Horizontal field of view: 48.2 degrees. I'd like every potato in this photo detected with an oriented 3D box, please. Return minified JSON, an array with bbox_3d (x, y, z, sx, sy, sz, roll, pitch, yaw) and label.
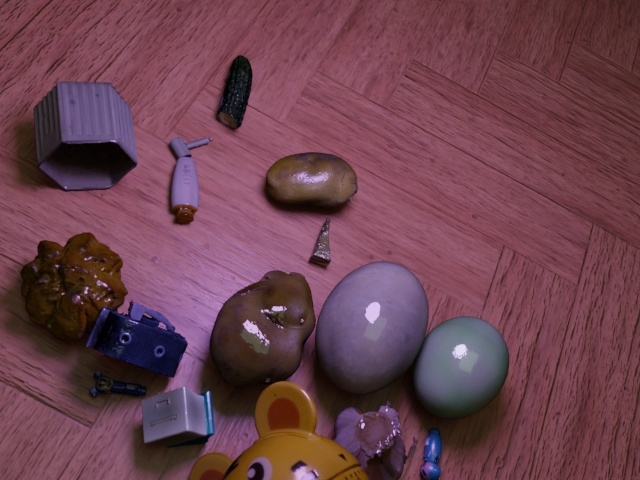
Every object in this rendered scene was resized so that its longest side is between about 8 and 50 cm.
[{"bbox_3d":[-0.124,0.199,1.688,0.218,0.202,0.351,21,45,7],"label":"potato"},{"bbox_3d":[-0.025,-0.162,1.941,0.248,0.143,0.169,-3,26,-14],"label":"potato"}]

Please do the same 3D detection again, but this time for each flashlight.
[{"bbox_3d":[0.272,0.518,1.730,0.051,0.051,0.129,21,52,-6],"label":"flashlight"},{"bbox_3d":[-0.450,0.327,1.598,0.121,0.035,0.057,12,59,-12],"label":"flashlight"}]

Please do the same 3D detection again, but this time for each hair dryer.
[{"bbox_3d":[-0.343,-0.257,1.951,0.124,0.038,0.063,-22,73,-34],"label":"hair dryer"}]

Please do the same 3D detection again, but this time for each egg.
[{"bbox_3d":[0.125,0.205,1.724,0.258,0.258,0.352,37,53,3],"label":"egg"},{"bbox_3d":[0.341,0.311,1.759,0.220,0.220,0.270,44,67,7],"label":"egg"}]

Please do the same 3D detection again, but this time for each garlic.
[{"bbox_3d":[0.149,0.458,1.636,0.257,0.207,0.207,-9,66,-30],"label":"garlic"}]

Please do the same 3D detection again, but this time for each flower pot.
[{"bbox_3d":[-0.578,-0.257,1.767,0.209,0.239,0.189,13,53,-46],"label":"flower pot"}]

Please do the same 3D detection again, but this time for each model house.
[{"bbox_3d":[-0.298,0.390,1.566,0.127,0.149,0.100,-20,61,20],"label":"model house"}]

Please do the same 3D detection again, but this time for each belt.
[{"bbox_3d":[-0.385,0.217,1.579,0.218,0.122,0.128,36,70,-47],"label":"belt"}]

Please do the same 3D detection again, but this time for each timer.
[{"bbox_3d":[-0.080,0.527,1.441,0.376,0.376,0.387,-29,67,-29],"label":"timer"}]

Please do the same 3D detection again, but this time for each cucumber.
[{"bbox_3d":[-0.237,-0.429,2.051,0.077,0.077,0.265,17,58,-9],"label":"cucumber"}]

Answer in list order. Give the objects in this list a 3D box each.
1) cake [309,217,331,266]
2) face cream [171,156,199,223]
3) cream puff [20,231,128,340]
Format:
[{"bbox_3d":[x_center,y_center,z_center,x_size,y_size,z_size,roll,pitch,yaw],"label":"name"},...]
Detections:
[{"bbox_3d":[0.000,0.000,1.912,0.055,0.051,0.140,8,59,-12],"label":"cake"},{"bbox_3d":[-0.353,-0.132,1.866,0.072,0.051,0.182,4,61,-17],"label":"face cream"},{"bbox_3d":[-0.558,0.100,1.614,0.244,0.196,0.244,4,35,-3],"label":"cream puff"}]
